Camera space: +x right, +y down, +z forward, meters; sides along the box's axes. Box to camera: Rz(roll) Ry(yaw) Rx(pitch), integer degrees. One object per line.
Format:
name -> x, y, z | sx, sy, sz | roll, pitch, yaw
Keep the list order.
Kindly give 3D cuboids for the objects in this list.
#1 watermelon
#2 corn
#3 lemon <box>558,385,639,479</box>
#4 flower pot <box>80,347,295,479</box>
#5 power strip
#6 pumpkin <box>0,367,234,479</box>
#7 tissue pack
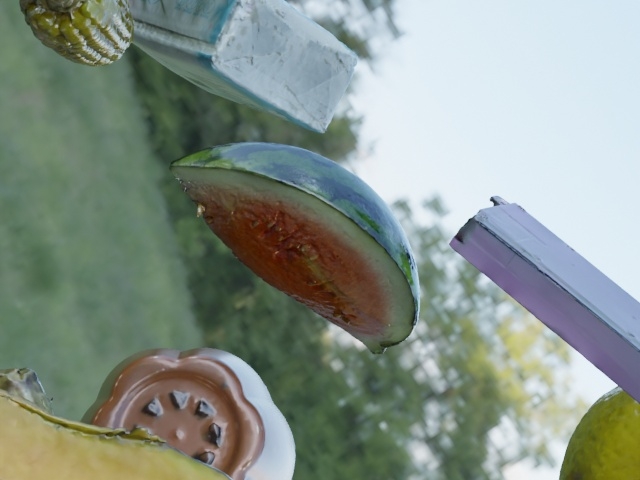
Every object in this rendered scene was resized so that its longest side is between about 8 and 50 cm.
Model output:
watermelon -> -0.001, 0.005, 1.122 | 0.245, 0.119, 0.063 | 42, 30, -30
corn -> -0.232, -0.219, 1.445 | 0.097, 0.097, 0.261 | 58, -1, 3
lemon -> 0.348, 0.243, 1.453 | 0.228, 0.229, 0.253 | 76, 16, -75
flower pot -> -0.113, 0.163, 1.183 | 0.190, 0.191, 0.173 | 57, -10, 12
power strip -> 0.223, 0.064, 1.165 | 0.279, 0.037, 0.109 | 41, 22, 18
pumpkin -> -0.206, 0.201, 0.864 | 0.325, 0.232, 0.242 | 24, 47, -18
tissue pack -> -0.105, -0.239, 1.806 | 0.201, 0.124, 0.271 | 33, -5, -37
